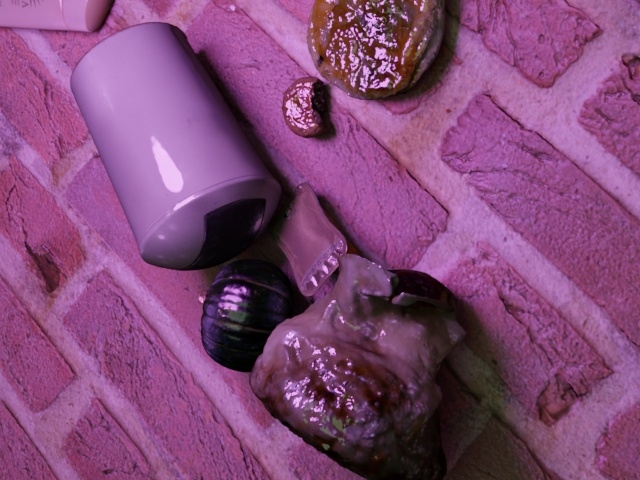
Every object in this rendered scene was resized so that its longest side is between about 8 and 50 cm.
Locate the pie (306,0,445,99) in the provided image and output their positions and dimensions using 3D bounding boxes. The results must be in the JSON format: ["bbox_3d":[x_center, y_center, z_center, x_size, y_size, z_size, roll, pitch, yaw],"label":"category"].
[{"bbox_3d":[0.092,-0.383,1.852,0.276,0.078,0.277,-1,88,26],"label":"pie"}]

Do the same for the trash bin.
[{"bbox_3d":[-0.263,-0.156,1.927,0.280,0.280,0.432,-36,72,22],"label":"trash bin"}]

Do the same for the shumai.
[{"bbox_3d":[0.100,0.204,1.746,0.395,0.395,0.348,30,81,23],"label":"shumai"}]

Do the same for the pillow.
[{"bbox_3d":[-0.023,-0.006,1.858,0.130,0.033,0.217,-50,42,20],"label":"pillow"}]

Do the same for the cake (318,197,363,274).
[{"bbox_3d":[-0.003,0.003,1.886,0.079,0.116,0.185,-40,78,23],"label":"cake"}]

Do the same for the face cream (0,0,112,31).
[{"bbox_3d":[-0.575,-0.524,2.183,0.348,0.081,0.174,10,95,27],"label":"face cream"}]

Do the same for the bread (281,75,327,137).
[{"bbox_3d":[-0.027,-0.242,1.922,0.082,0.060,0.113,-4,87,26],"label":"bread"}]

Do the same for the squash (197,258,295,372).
[{"bbox_3d":[-0.132,0.136,1.895,0.172,0.218,0.218,-5,88,-7],"label":"squash"}]
